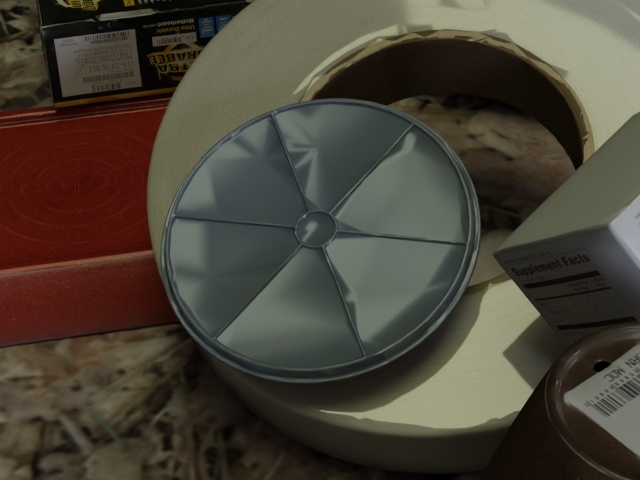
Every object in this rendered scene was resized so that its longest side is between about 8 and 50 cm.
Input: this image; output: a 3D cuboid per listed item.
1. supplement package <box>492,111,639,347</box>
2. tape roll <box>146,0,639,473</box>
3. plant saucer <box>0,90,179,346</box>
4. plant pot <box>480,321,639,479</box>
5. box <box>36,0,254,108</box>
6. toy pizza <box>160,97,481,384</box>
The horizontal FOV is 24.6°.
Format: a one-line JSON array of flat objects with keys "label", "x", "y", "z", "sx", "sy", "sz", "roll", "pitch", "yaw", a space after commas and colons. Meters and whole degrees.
[{"label": "supplement package", "x": 0.239, "y": 0.049, "z": 0.809, "sx": 0.139, "sy": 0.244, "sz": 0.134, "roll": -42, "pitch": 8, "yaw": -19}, {"label": "tape roll", "x": 0.079, "y": -0.037, "z": 0.982, "sx": 0.392, "sy": 0.072, "sz": 0.392, "roll": -5, "pitch": 60, "yaw": 8}, {"label": "plant saucer", "x": -0.181, "y": -0.031, "z": 1.114, "sx": 0.259, "sy": 0.047, "sz": 0.259, "roll": -8, "pitch": 39, "yaw": -7}, {"label": "plant pot", "x": 0.154, "y": 0.159, "z": 0.722, "sx": 0.215, "sy": 0.230, "sz": 0.215, "roll": -1, "pitch": 39, "yaw": 1}, {"label": "box", "x": -0.123, "y": -0.230, "z": 1.298, "sx": 0.257, "sy": 0.079, "sz": 0.322, "roll": -11, "pitch": 31, "yaw": -8}, {"label": "toy pizza", "x": 0.000, "y": 0.000, "z": 0.915, "sx": 0.201, "sy": 0.032, "sz": 0.201, "roll": -5, "pitch": 60, "yaw": 9}]
